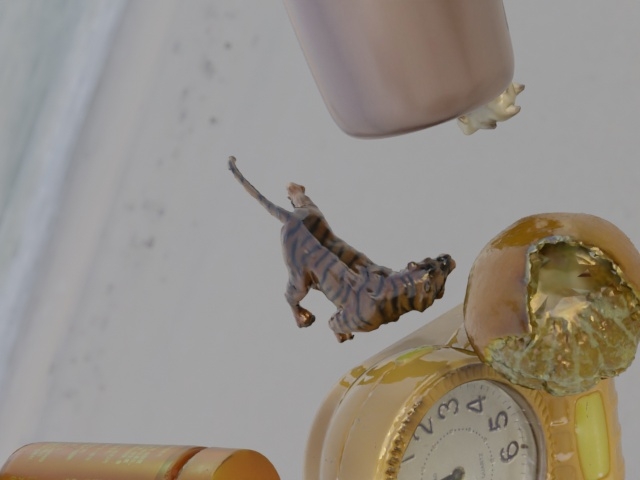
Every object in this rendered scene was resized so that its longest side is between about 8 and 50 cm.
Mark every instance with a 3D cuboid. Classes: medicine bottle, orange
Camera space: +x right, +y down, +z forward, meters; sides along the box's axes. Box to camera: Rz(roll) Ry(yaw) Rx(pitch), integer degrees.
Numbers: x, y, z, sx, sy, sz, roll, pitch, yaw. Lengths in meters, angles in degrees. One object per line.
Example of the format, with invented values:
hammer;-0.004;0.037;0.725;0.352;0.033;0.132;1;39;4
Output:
medicine bottle;-0.126;0.185;1.299;0.192;0.096;0.096;-2;66;35
orange;0.191;0.049;1.541;0.134;0.156;0.156;74;-154;-65

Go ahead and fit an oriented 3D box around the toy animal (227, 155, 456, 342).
toy animal;-0.004;0.007;1.787;0.114;0.255;0.116;-49;-16;-15

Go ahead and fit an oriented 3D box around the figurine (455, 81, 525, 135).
figurine;0.151;-0.135;1.831;0.083;0.050;0.047;-28;33;40

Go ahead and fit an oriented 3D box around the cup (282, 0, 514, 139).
cup;0.058;-0.212;1.737;0.200;0.191;0.253;71;166;-15

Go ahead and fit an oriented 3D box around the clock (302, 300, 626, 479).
clock;0.126;0.197;1.784;0.200;0.317;0.244;5;111;48
